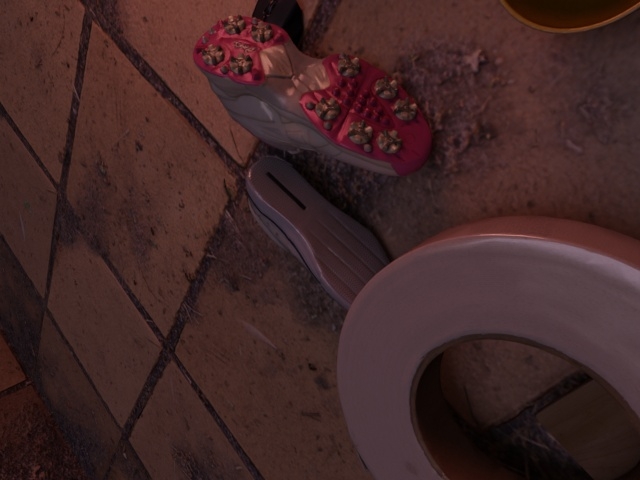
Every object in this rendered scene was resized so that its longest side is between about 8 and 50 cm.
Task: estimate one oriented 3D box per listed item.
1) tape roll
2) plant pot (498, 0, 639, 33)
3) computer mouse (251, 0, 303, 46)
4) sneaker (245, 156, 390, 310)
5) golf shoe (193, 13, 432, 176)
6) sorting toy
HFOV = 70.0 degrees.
[{"bbox_3d":[0.190,0.171,0.433,0.391,0.072,0.393,15,115,34],"label":"tape roll"},{"bbox_3d":[0.206,-0.223,0.340,0.134,0.095,0.134,14,113,35],"label":"plant pot"},{"bbox_3d":[-0.043,-0.318,0.555,0.071,0.041,0.242,39,125,24],"label":"computer mouse"},{"bbox_3d":[0.000,0.000,0.607,0.258,0.094,0.091,50,162,8],"label":"sneaker"},{"bbox_3d":[-0.009,-0.155,0.554,0.306,0.115,0.140,33,159,15],"label":"golf shoe"},{"bbox_3d":[0.308,0.171,0.421,0.132,0.046,0.275,47,129,18],"label":"sorting toy"}]
